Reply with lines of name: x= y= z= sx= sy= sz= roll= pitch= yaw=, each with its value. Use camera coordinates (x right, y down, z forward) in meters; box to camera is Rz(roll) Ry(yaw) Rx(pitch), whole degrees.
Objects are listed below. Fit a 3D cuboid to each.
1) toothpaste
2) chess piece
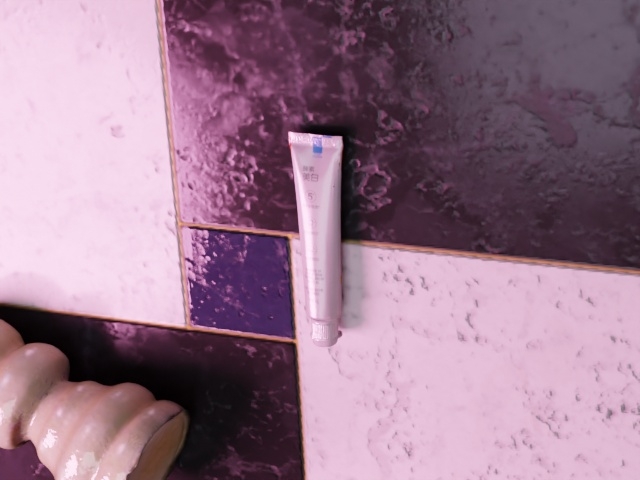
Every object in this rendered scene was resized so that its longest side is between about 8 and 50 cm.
toothpaste: x=0.000 y=0.000 z=1.410 sx=0.048 sy=0.031 sz=0.190 roll=7 pitch=114 yaw=22
chess piece: x=-0.254 y=0.153 z=1.539 sx=0.243 sy=0.133 sz=0.133 roll=30 pitch=122 yaw=14
